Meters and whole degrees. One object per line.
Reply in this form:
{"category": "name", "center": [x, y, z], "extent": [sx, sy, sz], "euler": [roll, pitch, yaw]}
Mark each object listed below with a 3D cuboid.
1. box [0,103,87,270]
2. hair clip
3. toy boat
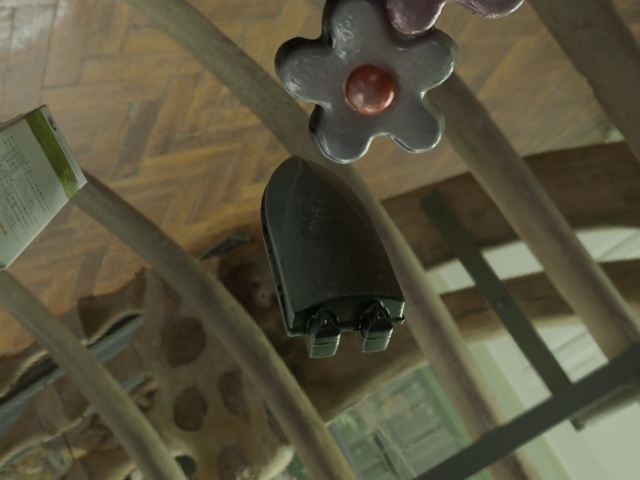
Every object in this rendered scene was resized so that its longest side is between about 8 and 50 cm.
{"category": "box", "center": [-0.373, -0.029, 0.776], "extent": [0.200, 0.106, 0.299], "euler": [-22, -160, 5]}
{"category": "hair clip", "center": [0.060, -0.165, 0.575], "extent": [0.075, 0.146, 0.257], "euler": [-55, 177, -46]}
{"category": "toy boat", "center": [0.000, 0.000, 0.983], "extent": [0.141, 0.320, 0.092], "euler": [-4, 136, -15]}
